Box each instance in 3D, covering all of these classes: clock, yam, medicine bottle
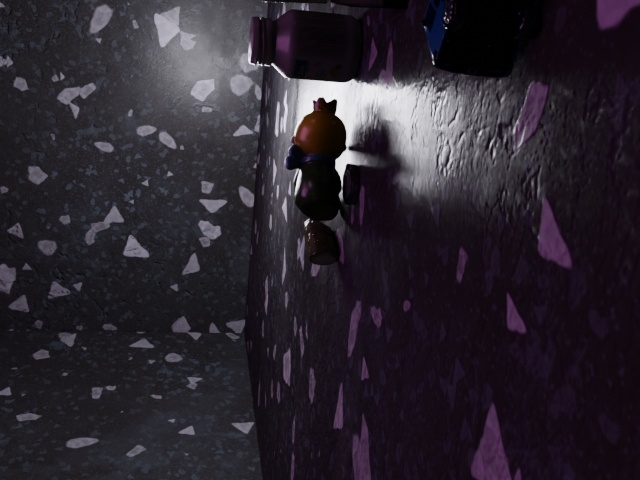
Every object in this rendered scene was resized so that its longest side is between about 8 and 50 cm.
[{"bbox_3d":[0.060,-0.111,1.322,0.085,0.017,0.085,-178,90,-79],"label":"clock"},{"bbox_3d":[0.000,0.000,1.488,0.146,0.070,0.069,-100,16,-50],"label":"yam"},{"bbox_3d":[-0.034,-0.394,1.343,0.135,0.216,0.134,-178,90,-79],"label":"medicine bottle"}]

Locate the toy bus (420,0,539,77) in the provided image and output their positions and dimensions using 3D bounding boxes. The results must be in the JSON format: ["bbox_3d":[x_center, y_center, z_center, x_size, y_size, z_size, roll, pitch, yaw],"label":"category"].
[{"bbox_3d":[0.165,-0.260,0.638,0.106,0.090,0.184,-99,18,-47],"label":"toy bus"}]

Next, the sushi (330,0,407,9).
[{"bbox_3d":[0.092,-0.500,1.012,0.109,0.134,0.272,-56,-26,-44],"label":"sushi"}]

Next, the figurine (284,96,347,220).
[{"bbox_3d":[0.002,-0.169,1.406,0.185,0.128,0.234,48,-143,-71],"label":"figurine"}]

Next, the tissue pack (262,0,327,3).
[{"bbox_3d":[-0.063,-0.663,1.668,0.082,0.169,0.119,102,167,-62],"label":"tissue pack"}]
